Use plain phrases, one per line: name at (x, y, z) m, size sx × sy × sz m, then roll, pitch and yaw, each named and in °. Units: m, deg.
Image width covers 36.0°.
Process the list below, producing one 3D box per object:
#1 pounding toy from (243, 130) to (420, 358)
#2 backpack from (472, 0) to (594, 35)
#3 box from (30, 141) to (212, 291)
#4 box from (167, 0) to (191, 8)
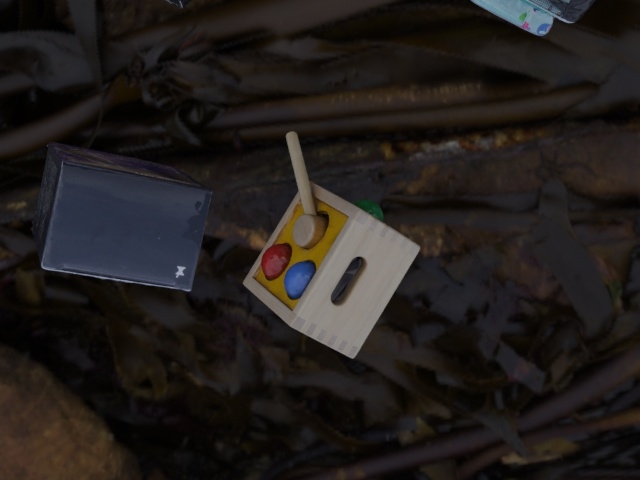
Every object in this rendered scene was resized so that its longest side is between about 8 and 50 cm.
pounding toy at (0.000, 0.000, 0.846) m, size 0.100 × 0.130 × 0.141 m, roll 30°, pitch 91°, yaw -31°
backpack at (0.316, -0.461, 1.534) m, size 0.253 × 0.225 × 0.191 m, roll 29°, pitch 135°, yaw -7°
box at (-0.215, -0.029, 1.039) m, size 0.153 × 0.207 × 0.108 m, roll 10°, pitch 97°, yaw -22°
box at (-0.248, -0.462, 1.725) m, size 0.052 × 0.062 × 0.083 m, roll 33°, pitch 154°, yaw 23°
